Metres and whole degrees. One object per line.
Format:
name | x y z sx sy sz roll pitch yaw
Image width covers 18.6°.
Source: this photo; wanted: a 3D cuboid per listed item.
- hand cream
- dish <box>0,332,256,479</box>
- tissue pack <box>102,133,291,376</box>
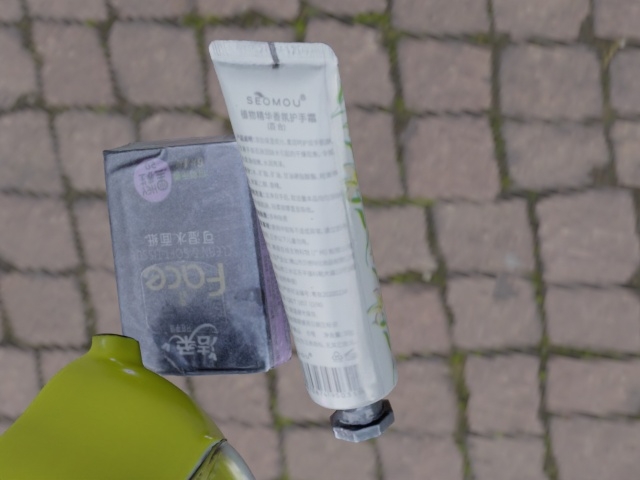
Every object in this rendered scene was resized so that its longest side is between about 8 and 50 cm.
hand cream | 0.000 0.000 0.862 0.067 0.042 0.194 10 124 38
dish | -0.107 0.190 1.203 0.108 0.262 0.221 -4 128 31
tissue pack | -0.080 0.010 1.299 0.112 0.051 0.156 -3 99 28
